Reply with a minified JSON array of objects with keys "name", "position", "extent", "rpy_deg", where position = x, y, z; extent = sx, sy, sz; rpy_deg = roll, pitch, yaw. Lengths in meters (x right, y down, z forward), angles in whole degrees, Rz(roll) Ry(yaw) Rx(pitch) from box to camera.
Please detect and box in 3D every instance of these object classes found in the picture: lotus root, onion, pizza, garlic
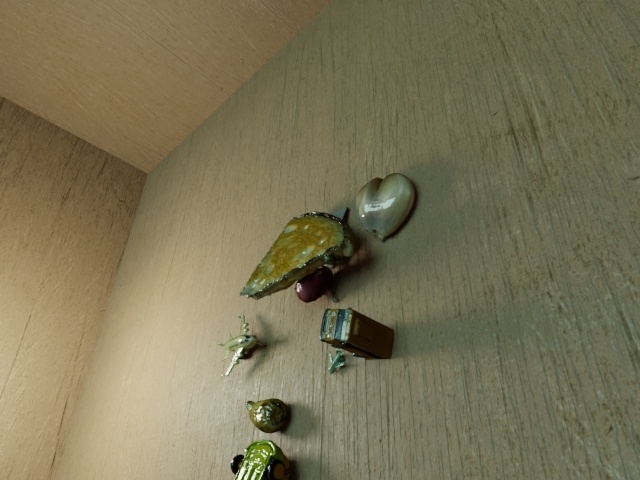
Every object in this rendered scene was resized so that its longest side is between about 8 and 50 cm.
[{"name":"lotus root","position":[-0.179,0.558,1.503],"extent":[0.191,0.094,0.108],"rpy_deg":[-15,31,55]},{"name":"onion","position":[0.000,0.163,1.544],"extent":[0.140,0.150,0.150],"rpy_deg":[47,107,18]},{"name":"pizza","position":[-0.032,0.025,1.538],"extent":[0.392,0.080,0.435],"rpy_deg":[-14,34,41]},{"name":"garlic","position":[0.198,-0.123,1.500],"extent":[0.217,0.110,0.228],"rpy_deg":[-24,49,35]}]

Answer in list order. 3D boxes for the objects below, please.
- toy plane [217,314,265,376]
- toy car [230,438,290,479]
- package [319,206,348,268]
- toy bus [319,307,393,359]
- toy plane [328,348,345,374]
[{"name":"toy plane","position":[-0.302,0.390,1.752],"extent":[0.256,0.104,0.242],"rpy_deg":[-17,51,44]},{"name":"toy car","position":[-0.175,0.716,1.339],"extent":[0.200,0.142,0.248],"rpy_deg":[-14,36,44]},{"name":"package","position":[0.000,0.000,1.694],"extent":[0.204,0.062,0.251],"rpy_deg":[-14,52,44]},{"name":"toy bus","position":[0.102,0.257,1.269],"extent":[0.114,0.201,0.098],"rpy_deg":[-12,57,43]},{"name":"toy plane","position":[0.048,0.366,1.405],"extent":[0.080,0.033,0.083],"rpy_deg":[21,90,53]}]
